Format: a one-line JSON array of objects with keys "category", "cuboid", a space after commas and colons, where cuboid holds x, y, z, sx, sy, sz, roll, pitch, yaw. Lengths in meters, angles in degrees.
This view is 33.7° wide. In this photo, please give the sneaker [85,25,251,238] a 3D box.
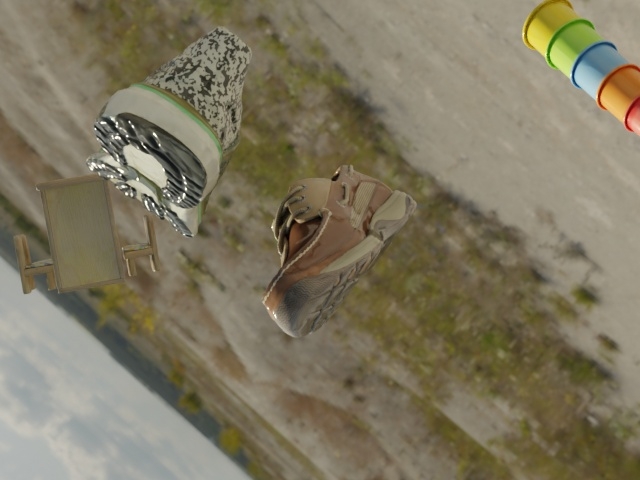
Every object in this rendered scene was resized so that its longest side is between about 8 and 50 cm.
[{"category": "sneaker", "cuboid": [-0.144, -0.122, 1.172, 0.158, 0.182, 0.410, 39, 166, -9]}]

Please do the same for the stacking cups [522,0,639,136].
[{"category": "stacking cups", "cuboid": [0.425, -0.240, 1.574, 0.316, 0.096, 0.096, 57, 180, 38]}]

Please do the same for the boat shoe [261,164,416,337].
[{"category": "boat shoe", "cuboid": [0.000, 0.000, 1.096, 0.116, 0.123, 0.324, 38, -158, 4]}]

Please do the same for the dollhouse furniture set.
[{"category": "dollhouse furniture set", "cuboid": [-0.364, -0.014, 1.627, 0.242, 0.212, 0.161, -173, 73, -78]}]
